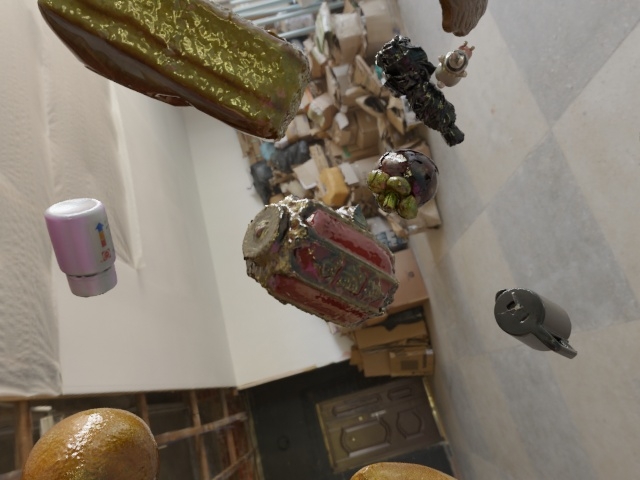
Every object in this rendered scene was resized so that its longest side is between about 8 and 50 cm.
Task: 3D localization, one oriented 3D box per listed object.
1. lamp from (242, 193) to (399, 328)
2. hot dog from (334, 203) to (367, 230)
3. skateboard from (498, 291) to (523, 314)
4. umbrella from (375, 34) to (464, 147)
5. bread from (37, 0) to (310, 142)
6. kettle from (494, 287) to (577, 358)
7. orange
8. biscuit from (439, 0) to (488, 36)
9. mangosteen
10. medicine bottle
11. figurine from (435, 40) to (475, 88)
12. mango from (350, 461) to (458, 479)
[{"bbox_3d":[0.007,0.041,0.720,0.274,0.177,0.177,31,-155,-33],"label":"lamp"},{"bbox_3d":[0.000,0.000,1.011,0.082,0.270,0.162,40,-130,-20],"label":"hot dog"},{"bbox_3d":[0.631,0.218,1.454,0.083,0.032,0.063,128,138,-51],"label":"skateboard"},{"bbox_3d":[0.291,-0.416,1.218,0.336,0.154,0.128,45,155,-8],"label":"umbrella"},{"bbox_3d":[-0.132,-0.193,0.465,0.110,0.234,0.184,-63,7,11],"label":"bread"},{"bbox_3d":[0.798,0.323,1.619,0.308,0.203,0.262,25,-130,-45],"label":"kettle"},{"bbox_3d":[-0.355,0.361,0.676,0.206,0.206,0.205,164,90,-88],"label":"orange"},{"bbox_3d":[0.380,-0.674,1.126,0.049,0.273,0.257,18,139,37],"label":"biscuit"},{"bbox_3d":[0.191,-0.134,1.035,0.180,0.166,0.166,-53,-39,-41],"label":"mangosteen"},{"bbox_3d":[-0.665,0.021,1.222,0.152,0.152,0.254,-109,18,-61],"label":"medicine bottle"},{"bbox_3d":[0.340,-0.461,1.099,0.146,0.081,0.098,91,-164,-81],"label":"figurine"},{"bbox_3d":[0.164,0.464,0.764,0.126,0.252,0.153,-101,27,-45],"label":"mango"}]
